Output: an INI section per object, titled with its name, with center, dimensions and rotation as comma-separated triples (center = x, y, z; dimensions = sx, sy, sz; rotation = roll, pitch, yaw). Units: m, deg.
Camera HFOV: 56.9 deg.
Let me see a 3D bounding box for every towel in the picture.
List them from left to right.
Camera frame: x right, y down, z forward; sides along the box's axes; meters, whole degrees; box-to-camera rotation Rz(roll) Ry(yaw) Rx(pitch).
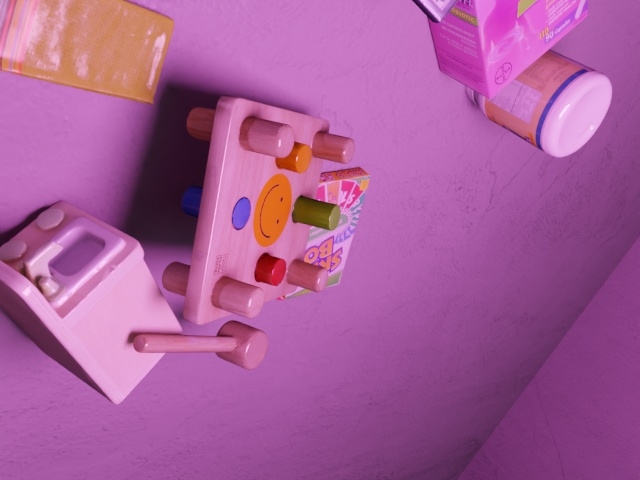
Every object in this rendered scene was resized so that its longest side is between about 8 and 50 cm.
[towel]
center = -0.247, -0.200, 0.571
dimensions = 0.237, 0.021, 0.102
rotation = 0, 118, -55

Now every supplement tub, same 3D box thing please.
[supplement tub]
center = 0.358, -0.244, 0.984
dimensions = 0.144, 0.200, 0.144
rotation = -24, 138, -24

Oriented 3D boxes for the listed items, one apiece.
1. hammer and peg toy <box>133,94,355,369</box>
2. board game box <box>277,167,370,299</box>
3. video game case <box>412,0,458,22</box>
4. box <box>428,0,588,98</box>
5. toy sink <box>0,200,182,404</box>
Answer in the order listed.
[hammer and peg toy]
center = -0.080, 0.015, 0.741
dimensions = 0.266, 0.127, 0.362
rotation = -9, 113, -66
[board game box]
center = 0.000, 0.000, 1.017
dimensions = 0.124, 0.039, 0.259
rotation = -13, 135, -34
[video game case]
center = 0.102, -0.409, 0.643
dimensions = 0.274, 0.026, 0.196
rotation = 36, 98, -25
[box]
center = 0.268, -0.374, 0.849
dimensions = 0.213, 0.117, 0.243
rotation = -40, 142, -6
[toy sink]
center = -0.281, 0.053, 0.681
dimensions = 0.131, 0.152, 0.234
rotation = -50, 148, -29
